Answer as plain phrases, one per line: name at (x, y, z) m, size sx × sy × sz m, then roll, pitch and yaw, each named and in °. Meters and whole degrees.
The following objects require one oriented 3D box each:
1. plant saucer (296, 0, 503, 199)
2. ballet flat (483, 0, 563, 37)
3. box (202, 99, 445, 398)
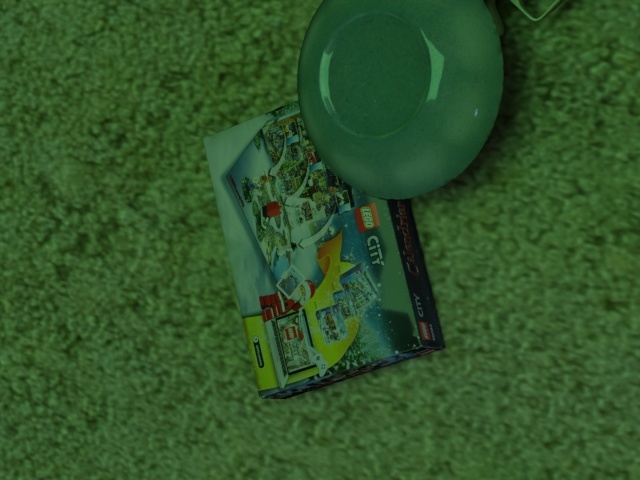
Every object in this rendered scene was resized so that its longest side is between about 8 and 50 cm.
plant saucer at (0.051, -0.129, 1.453) m, size 0.195 × 0.037 × 0.195 m, roll 1°, pitch 93°, yaw 34°
ballet flat at (0.144, -0.195, 1.459) m, size 0.188 × 0.070 × 0.070 m, roll -26°, pitch 73°, yaw 29°
box at (0.000, 0.000, 1.532) m, size 0.159 × 0.044 × 0.233 m, roll -19°, pitch 76°, yaw 27°
